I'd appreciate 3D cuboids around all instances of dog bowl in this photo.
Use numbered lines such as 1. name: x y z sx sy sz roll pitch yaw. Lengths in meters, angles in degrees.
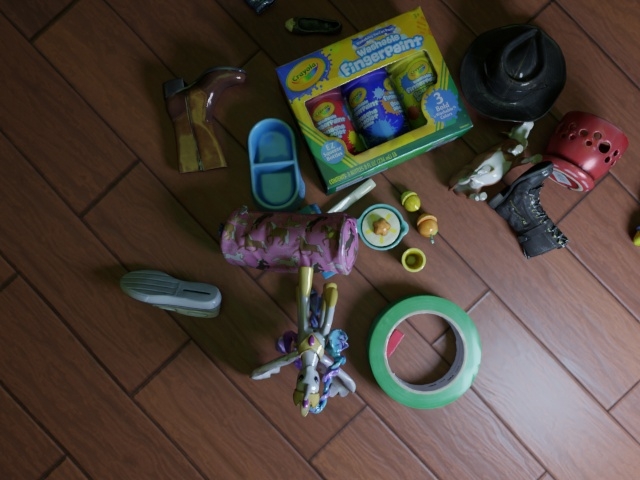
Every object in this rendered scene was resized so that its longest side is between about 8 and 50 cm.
1. dog bowl: -0.135 -0.220 1.535 0.166 0.074 0.297 -5 88 0

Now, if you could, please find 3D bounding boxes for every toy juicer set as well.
1. toy juicer set: 0.194 -0.071 1.520 0.329 0.089 0.209 32 88 2

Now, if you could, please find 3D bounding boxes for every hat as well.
1. hat: 0.560 -0.507 1.473 0.331 0.134 0.331 -1 75 3

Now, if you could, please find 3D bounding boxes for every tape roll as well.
1. tape roll: 0.295 0.316 1.505 0.321 0.077 0.321 0 89 -3

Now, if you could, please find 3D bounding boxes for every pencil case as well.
1. pencil case: -0.083 -0.001 1.431 0.386 0.167 0.160 4 51 20

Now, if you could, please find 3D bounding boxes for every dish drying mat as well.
1. dish drying mat: 0.213 0.305 1.545 0.032 0.008 0.083 35 89 1

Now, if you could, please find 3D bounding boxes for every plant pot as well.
1. plant pot: 0.736 -0.244 1.478 0.191 0.191 0.174 32 93 1

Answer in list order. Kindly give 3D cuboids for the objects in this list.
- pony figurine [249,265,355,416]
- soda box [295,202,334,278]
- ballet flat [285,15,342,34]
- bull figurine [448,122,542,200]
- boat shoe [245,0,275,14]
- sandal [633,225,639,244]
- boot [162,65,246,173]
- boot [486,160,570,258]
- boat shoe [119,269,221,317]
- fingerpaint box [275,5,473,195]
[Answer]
1. pony figurine: -0.035 0.291 1.411 0.303 0.351 0.363 7 69 -3
2. soda box: 0.000 0.000 1.518 0.071 0.067 0.210 -31 88 23
3. ballet flat: -0.020 -0.650 1.564 0.173 0.049 0.057 1 87 0
4. bull figurine: 0.509 -0.225 1.491 0.310 0.188 0.101 -39 101 4
5. boat shoe: -0.148 -0.765 1.567 0.183 0.065 0.083 -41 96 1
6. sandal: 1.070 -0.062 1.507 0.317 0.126 0.138 -3 84 -1
7. boot: -0.319 -0.351 1.530 0.264 0.096 0.280 -13 88 -1
8. boot: 0.614 -0.078 1.459 0.091 0.263 0.229 -34 81 -29
9. boat shoe: -0.434 0.165 1.507 0.302 0.109 0.094 12 130 8
10. fingerpaint box: 0.147 -0.390 1.496 0.445 0.163 0.371 -23 88 -1
